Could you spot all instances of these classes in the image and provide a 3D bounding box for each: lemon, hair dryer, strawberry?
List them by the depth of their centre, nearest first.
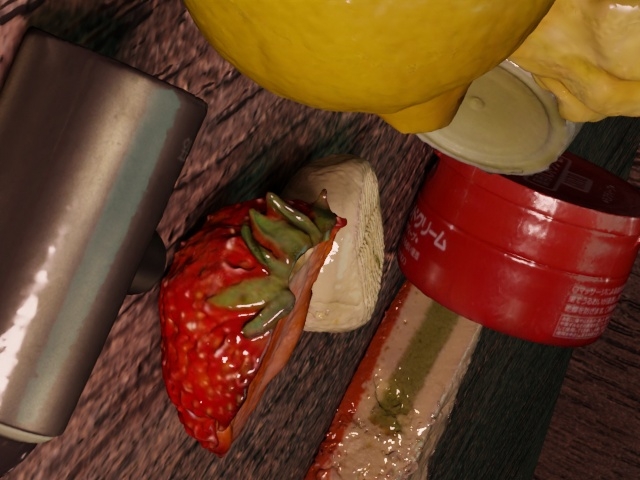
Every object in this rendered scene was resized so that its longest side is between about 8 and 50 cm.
[{"bbox_3d":[0.017,-0.159,0.725,0.184,0.184,0.248,-52,141,-48],"label":"lemon"},{"bbox_3d":[-0.106,0.027,0.779,0.248,0.078,0.196,29,84,-81],"label":"hair dryer"},{"bbox_3d":[-0.045,0.044,0.991,0.146,0.082,0.187,-48,162,-41],"label":"strawberry"}]

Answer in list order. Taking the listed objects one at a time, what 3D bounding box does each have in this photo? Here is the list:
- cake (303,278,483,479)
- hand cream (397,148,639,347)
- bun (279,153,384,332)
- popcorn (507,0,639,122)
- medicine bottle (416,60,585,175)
[{"bbox_3d":[0.068,0.155,1.544,0.220,0.086,0.117,-63,165,-18],"label":"cake"},{"bbox_3d":[0.167,-0.006,1.464,0.193,0.193,0.125,-27,138,-69],"label":"hand cream"},{"bbox_3d":[0.000,0.000,1.108,0.115,0.069,0.115,0,90,-79],"label":"bun"},{"bbox_3d":[0.148,-0.210,1.033,0.252,0.215,0.286,-3,77,-40],"label":"popcorn"},{"bbox_3d":[0.128,-0.141,1.211,0.147,0.147,0.143,87,27,-59],"label":"medicine bottle"}]
